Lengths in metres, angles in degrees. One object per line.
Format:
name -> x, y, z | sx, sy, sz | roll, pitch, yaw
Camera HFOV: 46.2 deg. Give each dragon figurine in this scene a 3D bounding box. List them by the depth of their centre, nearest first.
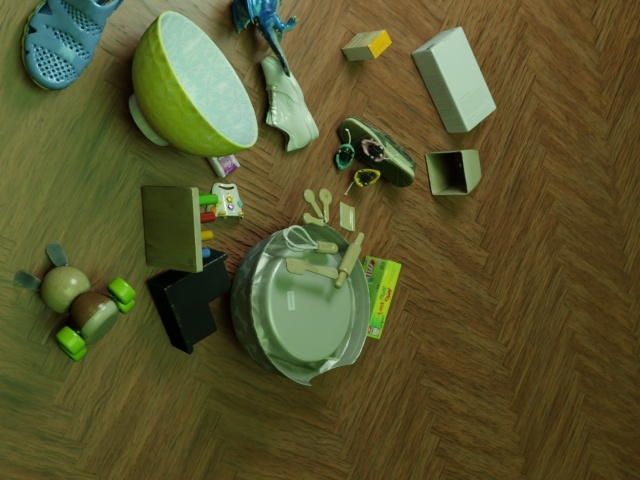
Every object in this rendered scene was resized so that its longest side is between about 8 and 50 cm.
dragon figurine -> -0.129, -0.467, 1.525 | 0.144, 0.085, 0.288 | 1, 85, -30

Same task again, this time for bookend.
bookend -> -0.249, 0.121, 1.540 | 0.157, 0.072, 0.156 | -32, 118, -32

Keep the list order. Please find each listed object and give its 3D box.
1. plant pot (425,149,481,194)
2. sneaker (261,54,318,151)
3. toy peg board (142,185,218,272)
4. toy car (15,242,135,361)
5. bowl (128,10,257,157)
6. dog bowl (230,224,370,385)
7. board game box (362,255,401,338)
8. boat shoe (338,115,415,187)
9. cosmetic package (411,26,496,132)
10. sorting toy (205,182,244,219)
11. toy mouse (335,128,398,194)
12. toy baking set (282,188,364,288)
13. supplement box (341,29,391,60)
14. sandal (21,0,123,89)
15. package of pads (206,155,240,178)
plant pot -> 0.342, -0.178, 1.870 | 0.096, 0.109, 0.108 | -24, 108, -41
sneaker -> -0.085, -0.288, 1.601 | 0.094, 0.080, 0.212 | -33, 114, -12
toy peg board -> -0.266, -0.028, 1.468 | 0.079, 0.161, 0.160 | -11, 102, -46
toy car -> -0.466, 0.101, 1.391 | 0.188, 0.149, 0.155 | 42, 67, 1
bowl -> -0.265, -0.266, 1.416 | 0.156, 0.289, 0.289 | -29, 118, 20
dog bowl -> -0.045, 0.135, 1.605 | 0.349, 0.102, 0.348 | 10, 75, -44
board game box -> 0.122, 0.132, 1.767 | 0.043, 0.092, 0.181 | 20, 85, -32
boat shoe -> 0.135, -0.215, 1.751 | 0.224, 0.080, 0.073 | 39, 45, -17
cosmetic package -> 0.330, -0.391, 1.846 | 0.117, 0.086, 0.231 | -39, 113, -23
sorting toy -> -0.197, -0.084, 1.574 | 0.083, 0.045, 0.075 | 0, 77, -33
toy mouse -> 0.092, -0.196, 1.705 | 0.143, 0.161, 0.031 | 60, 28, -18
toy baking set -> 0.005, 0.003, 1.587 | 0.197, 0.030, 0.256 | 43, 49, -25
supplement box -> 0.103, -0.438, 1.684 | 0.062, 0.098, 0.036 | -48, 121, -20
sandal -> -0.422, -0.413, 1.329 | 0.126, 0.138, 0.317 | 28, 82, -34
package of pads -> -0.209, -0.175, 1.554 | 0.050, 0.032, 0.083 | -39, 115, -20
